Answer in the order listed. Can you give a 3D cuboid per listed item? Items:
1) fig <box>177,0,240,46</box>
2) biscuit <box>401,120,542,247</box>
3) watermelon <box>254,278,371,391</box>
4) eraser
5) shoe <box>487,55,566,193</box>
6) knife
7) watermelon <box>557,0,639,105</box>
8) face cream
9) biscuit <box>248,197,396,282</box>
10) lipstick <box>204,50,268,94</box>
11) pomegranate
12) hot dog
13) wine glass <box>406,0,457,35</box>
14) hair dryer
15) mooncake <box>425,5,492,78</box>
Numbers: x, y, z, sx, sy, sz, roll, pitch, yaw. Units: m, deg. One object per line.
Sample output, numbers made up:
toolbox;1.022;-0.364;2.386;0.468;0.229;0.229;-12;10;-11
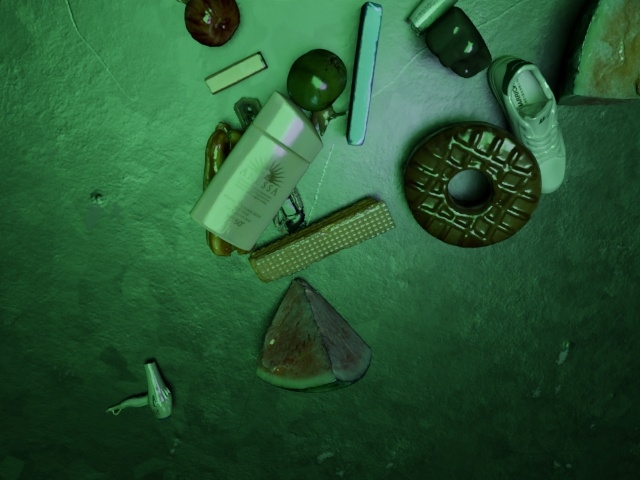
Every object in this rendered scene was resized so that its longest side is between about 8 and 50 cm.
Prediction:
fig;-0.257;-0.497;1.330;0.151;0.128;0.128;-2;110;27
biscuit;0.366;-0.131;1.443;0.333;0.103;0.331;6;117;12
watermelon;-0.017;0.281;1.593;0.283;0.292;0.250;-4;151;23
eraser;0.098;-0.379;1.366;0.043;0.144;0.311;6;107;-2
shoe;0.520;-0.269;1.416;0.132;0.160;0.362;-26;106;5
knife;-0.126;-0.180;1.471;0.089;0.043;0.364;-20;107;4
watermelon;0.674;-0.435;1.394;0.302;0.151;0.263;7;105;-24
face cream;-0.136;-0.154;1.367;0.174;0.081;0.348;33;97;-24
biscuit;0.000;0.000;1.518;0.379;0.054;0.094;-25;122;5
lipstick;-0.198;-0.395;1.397;0.146;0.045;0.045;-25;109;4
pomegranate;-0.001;-0.342;1.375;0.131;0.152;0.191;11;127;27
hot dog;-0.220;-0.124;1.456;0.135;0.100;0.336;-3;109;-11
wine glass;0.305;-0.576;1.356;0.262;0.074;0.074;-42;105;10
hair dryer;-0.508;0.411;1.647;0.200;0.067;0.167;2;99;12
mooncake;0.317;-0.439;1.343;0.104;0.168;0.175;-39;131;24
